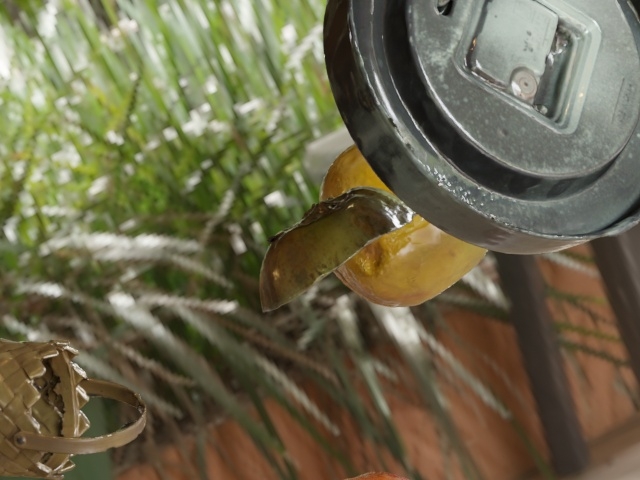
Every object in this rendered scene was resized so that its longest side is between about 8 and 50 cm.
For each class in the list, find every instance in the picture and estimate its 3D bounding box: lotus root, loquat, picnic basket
[{"bbox_3d":[0.004,-0.002,1.647,0.203,0.078,0.183,-34,0,4],"label":"lotus root"},{"bbox_3d":[0.138,-0.039,2.267,0.284,0.276,0.276,-8,0,-16],"label":"loquat"},{"bbox_3d":[-0.263,0.171,1.492,0.178,0.138,0.128,5,26,18],"label":"picnic basket"}]

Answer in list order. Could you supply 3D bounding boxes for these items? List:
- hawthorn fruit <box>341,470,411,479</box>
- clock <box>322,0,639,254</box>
[{"bbox_3d":[0.052,0.293,1.249,0.179,0.179,0.200,-28,25,-13],"label":"hawthorn fruit"},{"bbox_3d":[0.181,-0.170,1.416,0.386,0.386,0.076,-30,-3,-33],"label":"clock"}]
